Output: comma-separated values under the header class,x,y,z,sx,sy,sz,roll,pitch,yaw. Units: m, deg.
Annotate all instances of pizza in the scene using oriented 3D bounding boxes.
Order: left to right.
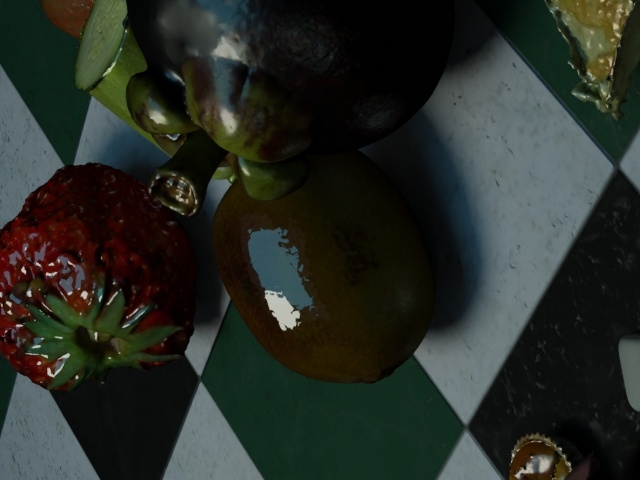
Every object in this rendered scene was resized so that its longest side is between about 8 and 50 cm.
class,x,y,z,sx,sy,sz,roll,pitch,yaw
pizza,0.210,-0.237,1.299,0.280,0.075,0.287,20,120,56

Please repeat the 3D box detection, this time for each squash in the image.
class,x,y,z,sx,sy,sz,roll,pitch,yaw
squash,-0.149,-0.133,1.746,0.137,0.137,0.287,20,154,52

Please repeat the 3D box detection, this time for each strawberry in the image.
class,x,y,z,sx,sy,sz,roll,pitch,yaw
strawberry,-0.269,0.023,1.968,0.288,0.250,0.238,-101,16,-46

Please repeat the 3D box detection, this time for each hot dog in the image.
class,x,y,z,sx,sy,sz,roll,pitch,yaw
hot dog,0.204,0.257,1.508,0.099,0.053,0.192,18,119,48

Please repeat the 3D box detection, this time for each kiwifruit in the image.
class,x,y,z,sx,sy,sz,roll,pitch,yaw
kiwifruit,0.007,0.025,1.589,0.234,0.196,0.196,61,144,16

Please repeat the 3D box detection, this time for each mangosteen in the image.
class,x,y,z,sx,sy,sz,roll,pitch,yaw
mangosteen,-0.036,-0.189,1.479,0.297,0.297,0.313,53,130,31

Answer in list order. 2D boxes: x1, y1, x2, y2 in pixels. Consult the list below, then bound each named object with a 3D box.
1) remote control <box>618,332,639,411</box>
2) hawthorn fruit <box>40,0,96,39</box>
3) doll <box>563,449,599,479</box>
class,x,y,z,sx,sy,sz,roll,pitch,yaw
remote control,0.324,0.103,1.299,0.261,0.029,0.067,-4,99,59
hawthorn fruit,-0.194,-0.305,1.786,0.251,0.199,0.199,3,105,39
doll,0.246,0.279,1.367,0.256,0.152,0.196,14,82,37
